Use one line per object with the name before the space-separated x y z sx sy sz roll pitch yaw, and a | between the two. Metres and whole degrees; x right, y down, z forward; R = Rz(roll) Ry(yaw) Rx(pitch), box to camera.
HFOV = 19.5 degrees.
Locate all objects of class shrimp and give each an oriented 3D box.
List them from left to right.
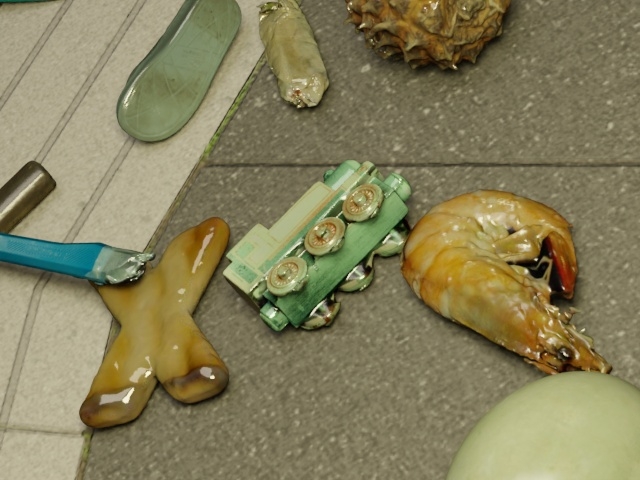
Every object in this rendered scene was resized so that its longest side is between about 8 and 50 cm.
shrimp | 0.187 0.036 1.688 0.152 0.063 0.287 -36 43 -17

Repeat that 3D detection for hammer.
hammer | -0.450 0.082 2.009 0.440 0.044 0.168 -46 49 -11

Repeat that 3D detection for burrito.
burrito | -0.032 -0.204 2.003 0.058 0.045 0.188 -31 47 13

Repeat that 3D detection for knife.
knife | -0.285 0.013 1.925 0.296 0.026 0.044 9 67 39

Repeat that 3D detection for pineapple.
pineapple | 0.097 -0.258 1.906 0.166 0.166 0.193 -46 38 -10

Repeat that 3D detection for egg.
egg | 0.196 0.196 1.463 0.183 0.183 0.217 15 56 36

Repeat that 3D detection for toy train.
toy train | 0.000 0.000 1.802 0.194 0.081 0.125 -46 43 -8

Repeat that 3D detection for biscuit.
biscuit | -0.163 0.083 1.845 0.164 0.047 0.208 -16 49 16

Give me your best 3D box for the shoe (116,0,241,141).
shoe | -0.159 -0.191 2.058 0.195 0.079 0.078 -58 15 -11
